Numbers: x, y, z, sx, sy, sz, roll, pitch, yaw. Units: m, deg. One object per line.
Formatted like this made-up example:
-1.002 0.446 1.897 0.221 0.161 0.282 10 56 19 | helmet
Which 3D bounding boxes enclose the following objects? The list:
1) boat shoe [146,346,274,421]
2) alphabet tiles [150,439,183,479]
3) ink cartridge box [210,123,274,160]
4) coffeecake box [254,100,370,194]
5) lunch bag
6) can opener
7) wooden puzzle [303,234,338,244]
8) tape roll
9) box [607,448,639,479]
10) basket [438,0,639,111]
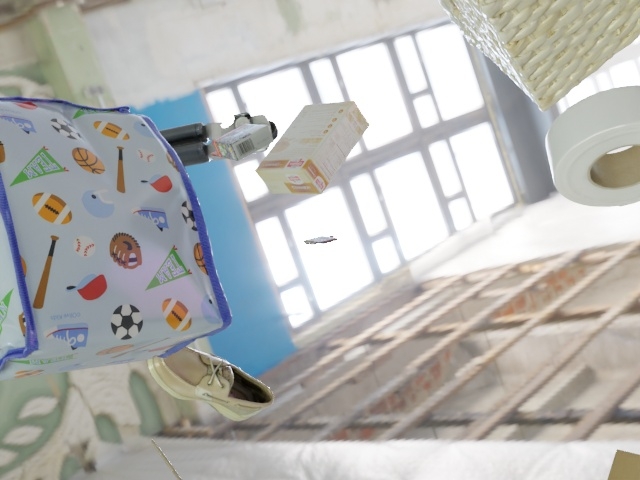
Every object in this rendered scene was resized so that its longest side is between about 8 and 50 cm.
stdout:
-0.215 0.273 1.775 0.098 0.302 0.109 -24 -134 30 | boat shoe
-0.269 0.525 1.840 0.009 0.198 0.237 -37 153 -16 | alphabet tiles
-0.122 -0.147 1.307 0.063 0.029 0.115 -31 -158 -21 | ink cartridge box
-0.015 -0.176 1.690 0.142 0.068 0.185 5 -128 47 | coffeecake box
-0.350 -0.016 1.259 0.239 0.385 0.328 -26 165 40 | lunch bag
-0.212 -0.159 1.544 0.280 0.074 0.093 -9 156 5 | can opener
0.000 0.000 1.772 0.083 0.006 0.049 -14 -166 -39 | wooden puzzle
0.609 -0.185 1.810 0.286 0.100 0.286 -3 147 -2 | tape roll
0.469 0.421 1.328 0.021 0.201 0.164 24 169 -14 | box
0.358 -0.444 1.387 0.331 0.266 0.328 -39 140 9 | basket
